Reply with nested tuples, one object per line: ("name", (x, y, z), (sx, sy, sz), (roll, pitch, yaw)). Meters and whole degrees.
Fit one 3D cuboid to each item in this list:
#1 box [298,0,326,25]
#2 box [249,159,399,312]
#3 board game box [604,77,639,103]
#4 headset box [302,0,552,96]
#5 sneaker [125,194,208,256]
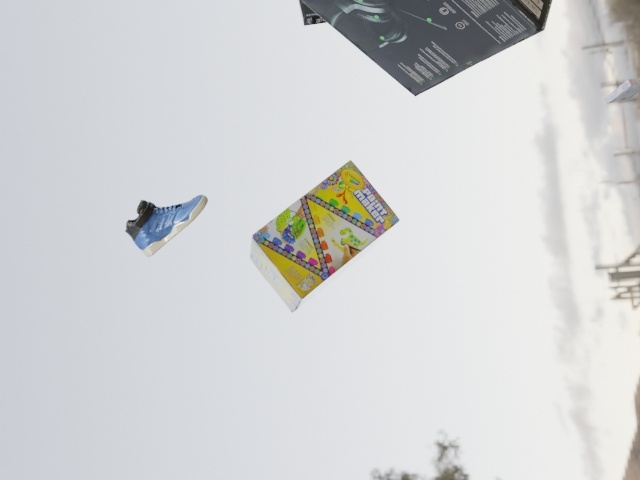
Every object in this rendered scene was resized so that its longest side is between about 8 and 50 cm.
("box", (0.007, -0.400, 1.513), (0.018, 0.083, 0.067), (86, 175, -53))
("box", (0.000, 0.000, 2.017), (0.177, 0.279, 0.290), (51, 169, 5))
("board game box", (0.785, -0.384, 2.252), (0.090, 0.090, 0.020), (-16, -105, -31))
("headset box", (0.149, -0.365, 1.280), (0.246, 0.283, 0.131), (34, -122, -24))
("sneaker", (-0.277, -0.048, 1.560), (0.084, 0.152, 0.058), (49, -171, -13))
